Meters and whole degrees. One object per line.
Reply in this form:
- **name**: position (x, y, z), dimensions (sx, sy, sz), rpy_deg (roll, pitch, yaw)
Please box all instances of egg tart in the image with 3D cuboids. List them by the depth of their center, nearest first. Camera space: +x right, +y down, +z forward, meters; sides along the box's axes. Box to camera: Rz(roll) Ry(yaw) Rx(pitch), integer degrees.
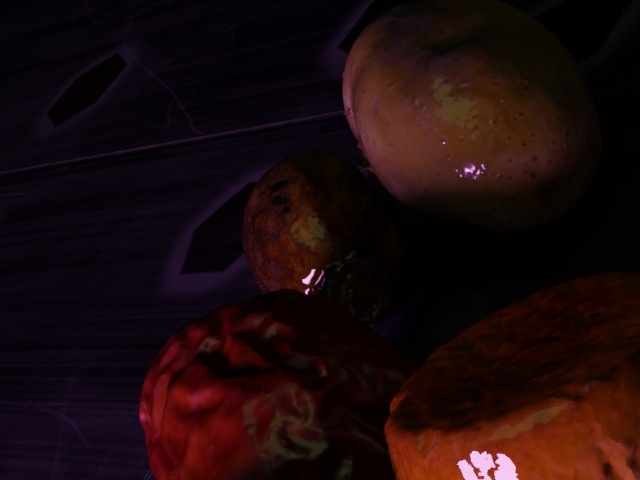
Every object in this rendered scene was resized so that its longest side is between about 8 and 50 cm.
- **egg tart**: position (0.134, 0.119, 0.829), dimensions (0.215, 0.171, 0.215), rpy_deg (-27, 14, 7)

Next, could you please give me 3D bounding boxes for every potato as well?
- **potato**: position (0.103, -0.088, 1.246), dimensions (0.169, 0.143, 0.248), rpy_deg (-28, 33, -6)

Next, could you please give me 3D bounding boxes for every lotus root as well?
- **lotus root**: position (0.000, 0.000, 1.270), dimensions (0.120, 0.120, 0.209), rpy_deg (-37, 27, 8)

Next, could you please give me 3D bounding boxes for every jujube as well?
- **jujube**: position (-0.010, 0.123, 1.019), dimensions (0.174, 0.174, 0.250), rpy_deg (-42, 34, -3)
